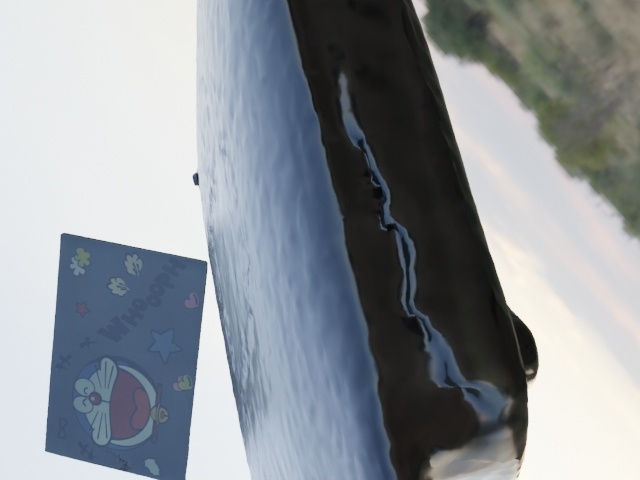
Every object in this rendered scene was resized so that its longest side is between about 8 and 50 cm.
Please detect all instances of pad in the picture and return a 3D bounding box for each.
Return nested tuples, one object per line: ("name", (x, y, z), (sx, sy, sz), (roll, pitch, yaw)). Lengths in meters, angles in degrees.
("pad", (-0.206, 0.123, 1.391), (0.170, 0.245, 0.006), (11, -165, 17))

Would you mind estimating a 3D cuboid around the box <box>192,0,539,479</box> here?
("box", (0.000, 0.000, 0.639), (0.350, 0.091, 0.359), (101, 156, -63))
